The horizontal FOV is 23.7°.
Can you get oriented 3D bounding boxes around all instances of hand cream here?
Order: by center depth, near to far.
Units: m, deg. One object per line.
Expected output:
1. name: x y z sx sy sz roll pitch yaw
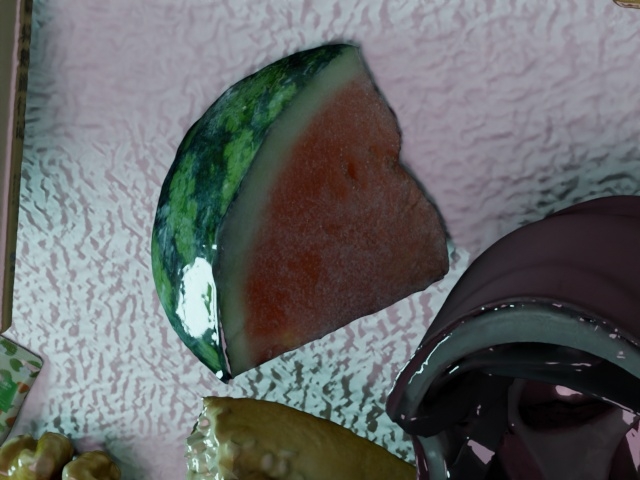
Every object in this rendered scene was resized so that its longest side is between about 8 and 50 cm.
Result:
1. hand cream: -0.283 0.143 1.289 0.057 0.037 0.165 29 125 -1

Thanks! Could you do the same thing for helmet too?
1. helmet: 0.198 0.115 0.950 0.271 0.197 0.338 -4 130 35

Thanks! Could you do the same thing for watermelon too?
1. watermelon: -0.013 -0.009 0.978 0.202 0.207 0.136 3 155 1

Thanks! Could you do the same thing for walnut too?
1. walnut: -0.215 0.225 1.294 0.143 0.069 0.170 21 136 12

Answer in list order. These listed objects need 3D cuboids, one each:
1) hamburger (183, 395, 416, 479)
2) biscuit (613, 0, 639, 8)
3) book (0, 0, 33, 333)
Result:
1. hamburger: 0.045 0.331 1.123 0.287 0.268 0.445 -6 125 4
2. biscuit: 0.188 -0.236 0.790 0.203 0.041 0.260 13 129 18
3. book: -0.301 -0.103 1.039 0.216 0.021 0.310 12 109 13
